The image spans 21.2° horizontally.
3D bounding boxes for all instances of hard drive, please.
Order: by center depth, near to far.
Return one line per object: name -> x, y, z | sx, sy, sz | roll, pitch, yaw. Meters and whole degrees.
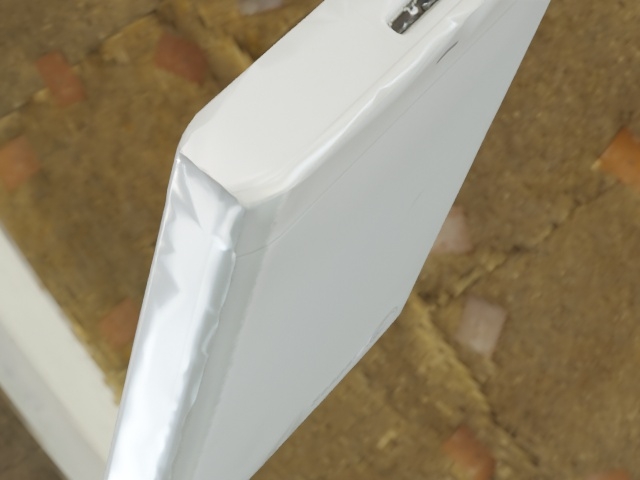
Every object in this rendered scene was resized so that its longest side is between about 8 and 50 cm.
hard drive -> 0.000, 0.000, 0.667 | 0.040, 0.203, 0.307 | 38, -32, 12
